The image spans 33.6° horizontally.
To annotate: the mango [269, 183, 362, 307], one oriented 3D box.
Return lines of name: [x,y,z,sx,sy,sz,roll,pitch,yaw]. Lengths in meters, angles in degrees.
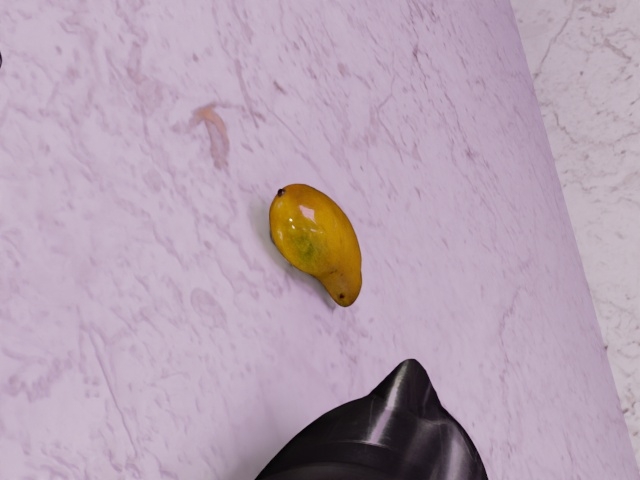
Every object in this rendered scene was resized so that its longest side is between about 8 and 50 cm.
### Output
mango: [0.000,0.000,1.219,0.190,0.075,0.098,49,47,-43]

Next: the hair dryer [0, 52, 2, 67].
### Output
hair dryer: [-0.376,-0.244,0.660,0.361,0.121,0.301,-3,66,-51]

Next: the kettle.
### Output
kettle: [0.052,0.294,0.976,0.324,0.228,0.320,-43,135,-67]
